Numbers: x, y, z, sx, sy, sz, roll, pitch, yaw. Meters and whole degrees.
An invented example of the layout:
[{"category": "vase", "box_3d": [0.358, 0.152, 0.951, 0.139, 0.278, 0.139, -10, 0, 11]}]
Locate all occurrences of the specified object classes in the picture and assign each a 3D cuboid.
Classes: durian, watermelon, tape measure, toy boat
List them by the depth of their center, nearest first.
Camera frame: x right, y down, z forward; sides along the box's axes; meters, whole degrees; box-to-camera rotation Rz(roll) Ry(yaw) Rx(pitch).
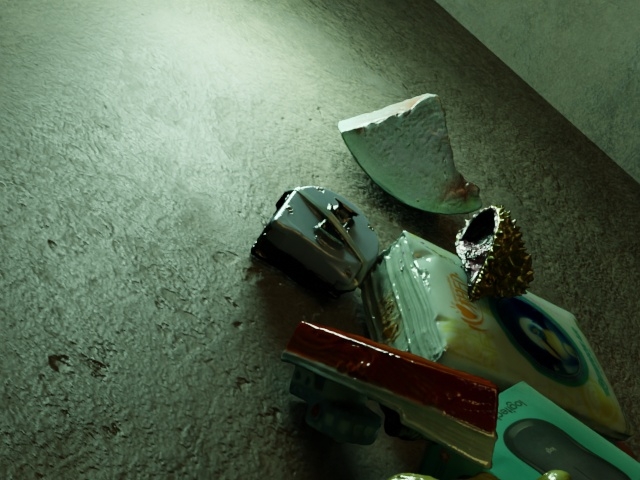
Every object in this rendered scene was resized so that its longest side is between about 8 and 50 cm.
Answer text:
[{"category": "toy boat", "box_3d": [0.087, 0.202, 1.192, 0.145, 0.133, 0.332, 19, -4, -41]}, {"category": "durian", "box_3d": [0.282, 0.020, 1.472, 0.108, 0.119, 0.187, 28, 25, -14]}, {"category": "tape measure", "box_3d": [0.002, -0.002, 1.520, 0.182, 0.107, 0.181, 32, 36, -9]}, {"category": "watermelon", "box_3d": [0.202, -0.192, 1.909, 0.320, 0.214, 0.289, 30, 26, 6]}]

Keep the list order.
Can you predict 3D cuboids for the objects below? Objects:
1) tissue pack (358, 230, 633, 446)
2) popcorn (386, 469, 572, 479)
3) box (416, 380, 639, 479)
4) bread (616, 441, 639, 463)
[{"category": "tissue pack", "box_3d": [0.267, 0.180, 1.517, 0.388, 0.162, 0.287, 25, 29, -26]}, {"category": "popcorn", "box_3d": [0.162, 0.352, 0.977, 0.321, 0.290, 0.326, -141, -151, -73]}, {"category": "box", "box_3d": [0.301, 0.330, 1.224, 0.205, 0.118, 0.311, -19, 43, -40]}, {"category": "bread", "box_3d": [0.473, 0.395, 1.548, 0.119, 0.067, 0.192, 40, 26, 17]}]
